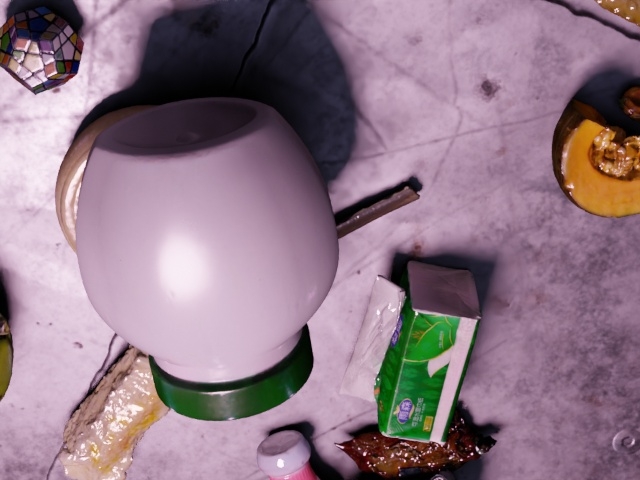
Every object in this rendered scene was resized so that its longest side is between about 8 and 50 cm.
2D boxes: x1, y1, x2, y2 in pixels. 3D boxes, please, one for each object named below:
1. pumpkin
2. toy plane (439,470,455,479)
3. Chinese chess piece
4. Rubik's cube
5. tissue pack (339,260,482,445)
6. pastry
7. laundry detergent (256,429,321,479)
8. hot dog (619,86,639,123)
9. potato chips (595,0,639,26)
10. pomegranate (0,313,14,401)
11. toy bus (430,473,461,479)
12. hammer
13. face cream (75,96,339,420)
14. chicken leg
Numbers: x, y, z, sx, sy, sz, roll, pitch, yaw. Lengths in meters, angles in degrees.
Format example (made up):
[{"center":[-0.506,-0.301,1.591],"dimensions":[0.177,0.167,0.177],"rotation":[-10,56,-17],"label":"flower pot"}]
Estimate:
[{"center":[0.410,-0.086,1.700],"dimensions":[0.248,0.131,0.126],"rotation":[20,106,-7],"label":"pumpkin"},{"center":[0.192,0.479,1.987],"dimensions":[0.255,0.101,0.251],"rotation":[17,105,-10],"label":"toy plane"},{"center":[-0.224,-0.057,1.703],"dimensions":[0.250,0.103,0.249],"rotation":[-2,118,-3],"label":"Chinese chess piece"},{"center":[-0.351,-0.237,1.611],"dimensions":[0.093,0.111,0.111],"rotation":[4,119,24],"label":"Rubik's cube"},{"center":[0.123,0.151,1.794],"dimensions":[0.156,0.148,0.209],"rotation":[10,116,-7],"label":"tissue pack"},{"center":[-0.278,0.246,1.859],"dimensions":[0.121,0.089,0.258],"rotation":[29,113,-19],"label":"pastry"},{"center":[-0.011,0.442,1.946],"dimensions":[0.088,0.159,0.335],"rotation":[-31,114,-31],"label":"laundry detergent"},{"center":[0.447,-0.166,1.707],"dimensions":[0.122,0.037,0.049],"rotation":[23,72,-15],"label":"hot dog"},{"center":[0.491,-0.284,1.638],"dimensions":[0.407,0.057,0.080],"rotation":[15,119,-9],"label":"potato chips"},{"center":[-0.550,0.154,1.721],"dimensions":[0.277,0.204,0.222],"rotation":[-15,85,-17],"label":"pomegranate"},{"center":[0.128,0.398,1.899],"dimensions":[0.194,0.089,0.087],"rotation":[-7,160,7],"label":"toy bus"},{"center":[0.000,0.001,1.764],"dimensions":[0.297,0.027,0.125],"rotation":[-30,141,7],"label":"hammer"},{"center":[-0.133,0.020,1.570],"dimensions":[0.312,0.219,0.357],"rotation":[-9,119,-2],"label":"face cream"},{"center":[0.145,0.309,1.921],"dimensions":[0.234,0.063,0.105],"rotation":[-14,110,6],"label":"chicken leg"}]
